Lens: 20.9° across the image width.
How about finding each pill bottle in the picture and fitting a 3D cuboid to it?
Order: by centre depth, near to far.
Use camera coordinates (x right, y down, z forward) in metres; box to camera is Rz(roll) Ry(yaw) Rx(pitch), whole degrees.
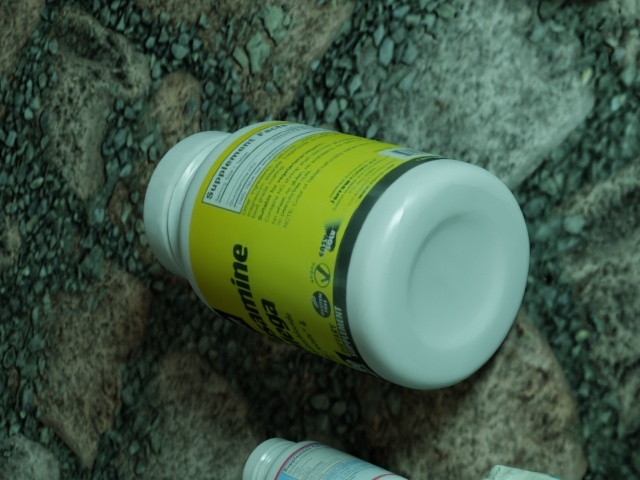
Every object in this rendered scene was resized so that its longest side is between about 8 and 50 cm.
[{"bbox_3d":[0.000,0.000,1.490,0.334,0.188,0.188,17,91,47],"label":"pill bottle"},{"bbox_3d":[0.007,0.223,1.493,0.160,0.087,0.087,16,91,47],"label":"pill bottle"}]

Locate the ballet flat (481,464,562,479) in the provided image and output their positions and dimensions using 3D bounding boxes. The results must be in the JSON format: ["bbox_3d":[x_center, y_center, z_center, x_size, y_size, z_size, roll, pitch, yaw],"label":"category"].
[{"bbox_3d":[0.149,0.354,1.276,0.147,0.147,0.409,-26,61,39],"label":"ballet flat"}]
